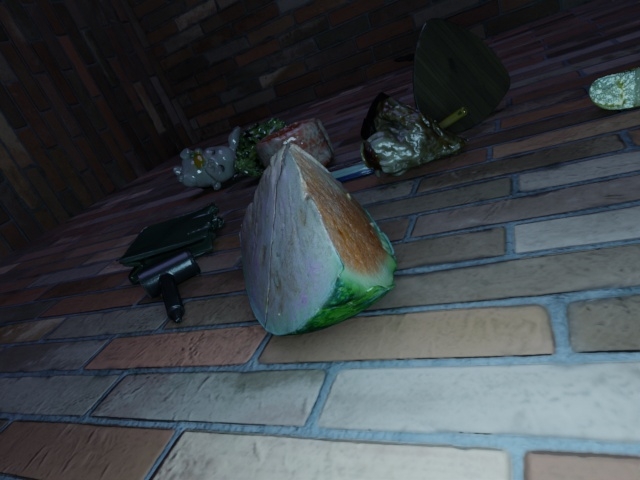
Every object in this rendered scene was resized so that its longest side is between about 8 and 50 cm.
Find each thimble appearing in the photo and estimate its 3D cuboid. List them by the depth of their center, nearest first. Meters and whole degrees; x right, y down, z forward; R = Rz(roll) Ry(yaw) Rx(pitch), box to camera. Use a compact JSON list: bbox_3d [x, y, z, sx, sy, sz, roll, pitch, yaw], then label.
[{"bbox_3d":[-0.080,-0.294,1.430,0.239,0.162,0.239,-21,20,8],"label":"thimble"}]

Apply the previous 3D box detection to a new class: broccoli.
[{"bbox_3d":[-0.207,-0.329,1.577,0.226,0.198,0.176,-31,10,-35],"label":"broccoli"}]

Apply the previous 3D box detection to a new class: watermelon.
[{"bbox_3d":[0.017,0.011,0.658,0.222,0.319,0.292,-2,55,-27],"label":"watermelon"}]

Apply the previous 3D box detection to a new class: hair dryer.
[{"bbox_3d":[-0.301,0.103,0.914,0.128,0.070,0.255,-29,31,-16],"label":"hair dryer"}]

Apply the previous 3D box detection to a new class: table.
[{"bbox_3d":[0.329,-0.432,1.300,0.317,0.317,0.249,-29,11,-13],"label":"table"}]

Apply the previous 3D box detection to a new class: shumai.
[{"bbox_3d":[0.209,-0.227,1.081,0.185,0.218,0.184,-59,13,15],"label":"shumai"}]

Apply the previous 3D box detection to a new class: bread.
[{"bbox_3d":[0.652,-0.328,0.918,0.157,0.083,0.094,-16,21,12],"label":"bread"}]

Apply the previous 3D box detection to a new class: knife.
[{"bbox_3d":[0.289,-0.291,1.144,0.022,0.046,0.256,-25,-1,-30],"label":"knife"}]

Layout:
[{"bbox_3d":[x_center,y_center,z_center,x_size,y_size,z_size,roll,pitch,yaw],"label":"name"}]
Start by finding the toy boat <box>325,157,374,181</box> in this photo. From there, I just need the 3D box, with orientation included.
[{"bbox_3d":[0.071,-0.194,1.222,0.228,0.046,0.080,-12,28,20],"label":"toy boat"}]

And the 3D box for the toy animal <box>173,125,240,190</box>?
[{"bbox_3d":[-0.423,-0.312,1.736,0.325,0.209,0.154,-33,-17,2],"label":"toy animal"}]

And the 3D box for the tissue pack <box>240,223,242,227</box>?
[{"bbox_3d":[-0.151,-0.045,1.100,0.062,0.042,0.083,4,36,43],"label":"tissue pack"}]

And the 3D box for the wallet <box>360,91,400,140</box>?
[{"bbox_3d":[0.187,-0.392,1.418,0.044,0.171,0.321,22,21,-10],"label":"wallet"}]

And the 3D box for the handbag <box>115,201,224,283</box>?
[{"bbox_3d":[-0.399,-0.002,1.194,0.260,0.079,0.247,-21,23,2],"label":"handbag"}]
